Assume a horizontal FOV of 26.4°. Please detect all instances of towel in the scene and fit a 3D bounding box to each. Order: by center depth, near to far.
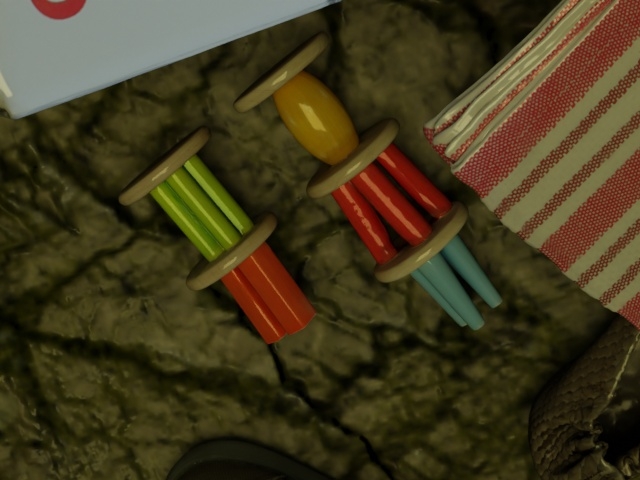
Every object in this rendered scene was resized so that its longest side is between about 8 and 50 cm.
[{"bbox_3d":[0.149,-0.036,0.524,0.144,0.029,0.197,-46,124,11],"label":"towel"}]

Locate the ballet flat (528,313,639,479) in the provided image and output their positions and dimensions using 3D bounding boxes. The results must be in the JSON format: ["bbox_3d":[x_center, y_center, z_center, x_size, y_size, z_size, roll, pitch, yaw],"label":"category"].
[{"bbox_3d":[0.180,0.022,0.603,0.084,0.058,0.250,38,106,-6],"label":"ballet flat"}]

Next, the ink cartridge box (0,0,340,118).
[{"bbox_3d":[-0.023,-0.188,0.467,0.289,0.121,0.211,-23,105,-18],"label":"ink cartridge box"}]

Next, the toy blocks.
[{"bbox_3d":[0.000,0.000,0.618,0.123,0.054,0.148,-37,100,14],"label":"toy blocks"}]

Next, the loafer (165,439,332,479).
[{"bbox_3d":[0.035,0.178,0.648,0.251,0.087,0.094,18,107,0],"label":"loafer"}]
